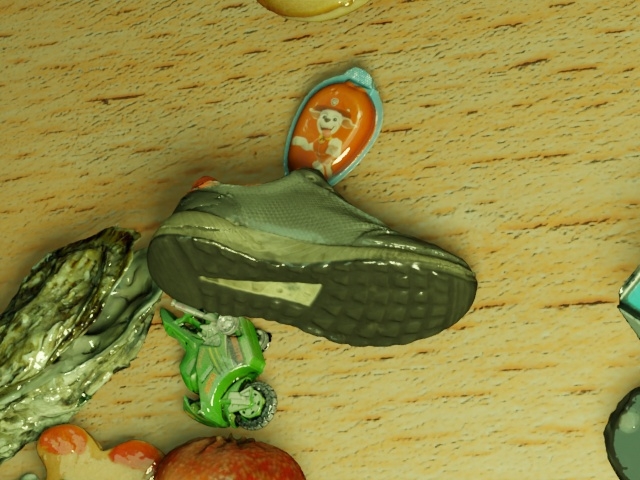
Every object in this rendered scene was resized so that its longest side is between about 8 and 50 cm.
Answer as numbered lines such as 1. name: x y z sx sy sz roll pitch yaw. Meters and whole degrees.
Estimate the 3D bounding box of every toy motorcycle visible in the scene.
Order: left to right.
1. toy motorcycle: -0.108 0.129 1.895 0.106 0.074 0.190 -32 57 17

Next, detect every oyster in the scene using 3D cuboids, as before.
1. oyster: -0.299 0.130 1.947 0.158 0.162 0.351 35 92 -10

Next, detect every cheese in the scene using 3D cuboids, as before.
1. cheese: -0.013 -0.076 1.964 0.106 0.037 0.256 29 86 31

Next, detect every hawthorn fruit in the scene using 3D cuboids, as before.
1. hawthorn fruit: -0.104 0.331 1.754 0.165 0.165 0.285 10 80 28

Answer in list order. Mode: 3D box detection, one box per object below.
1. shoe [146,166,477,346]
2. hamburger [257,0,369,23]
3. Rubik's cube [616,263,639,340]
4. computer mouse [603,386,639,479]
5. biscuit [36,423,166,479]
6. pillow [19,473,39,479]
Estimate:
1. shoe: 0.000 0.000 1.866 0.337 0.132 0.171 9 44 5
2. hamburger: 0.006 -0.350 2.026 0.237 0.147 0.236 -17 60 31
3. Rubik's cube: 0.403 0.061 1.630 0.180 0.167 0.183 34 82 34
4. computer mouse: 0.356 0.219 1.630 0.217 0.073 0.122 39 96 26
5. biscuit: -0.242 0.319 1.853 0.166 0.036 0.250 9 77 13
6. pillow: -0.348 0.311 1.915 0.136 0.055 0.091 -27 23 -9
